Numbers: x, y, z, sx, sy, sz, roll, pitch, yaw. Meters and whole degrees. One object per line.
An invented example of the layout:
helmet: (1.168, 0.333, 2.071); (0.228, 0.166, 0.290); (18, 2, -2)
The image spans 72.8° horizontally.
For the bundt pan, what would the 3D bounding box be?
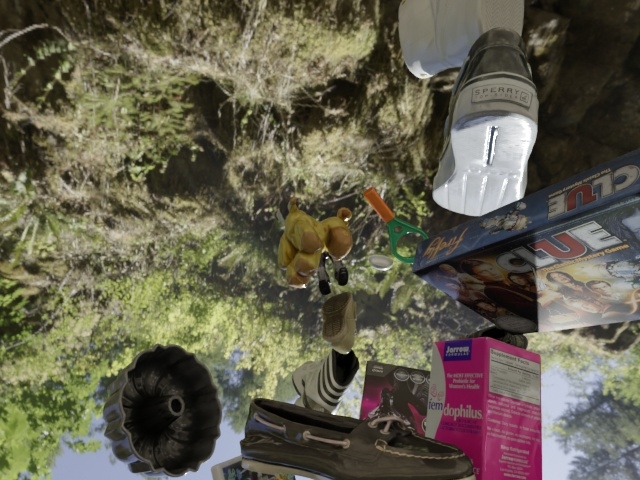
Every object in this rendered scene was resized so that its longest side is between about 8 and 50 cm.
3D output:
bundt pan: (-0.412, 0.442, 1.117); (0.331, 0.124, 0.330); (48, -154, -32)

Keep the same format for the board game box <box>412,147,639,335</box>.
board game box: (0.227, 0.023, 0.401); (0.165, 0.243, 0.042); (31, -120, -17)

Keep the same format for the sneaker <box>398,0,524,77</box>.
sneaker: (0.172, -0.361, 0.553); (0.108, 0.292, 0.169); (9, 179, -30)

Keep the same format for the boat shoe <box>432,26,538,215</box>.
boat shoe: (0.219, -0.126, 0.560); (0.121, 0.335, 0.119); (11, -103, 13)

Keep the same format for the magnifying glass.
magnifying glass: (0.177, -0.033, 1.022); (0.231, 0.092, 0.026); (49, -165, -22)

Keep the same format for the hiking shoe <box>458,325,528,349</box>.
hiking shoe: (0.506, 0.286, 1.211); (0.227, 0.114, 0.086); (1, -119, -22)

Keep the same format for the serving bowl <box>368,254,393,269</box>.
serving bowl: (0.203, 0.079, 1.468); (0.084, 0.027, 0.083); (6, -156, -2)

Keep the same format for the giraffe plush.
giraffe plush: (0.000, 0.000, 1.036); (0.171, 0.181, 0.210); (2, -130, -25)

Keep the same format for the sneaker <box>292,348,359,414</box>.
sneaker: (0.037, 0.470, 1.524); (0.169, 0.257, 0.447); (38, -179, -4)

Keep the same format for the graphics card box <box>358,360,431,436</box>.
graphics card box: (0.214, 0.512, 1.163); (0.233, 0.094, 0.370); (8, -142, 9)

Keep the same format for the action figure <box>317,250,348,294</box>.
action figure: (0.020, 0.042, 1.442); (0.186, 0.099, 0.285); (-20, -140, 3)

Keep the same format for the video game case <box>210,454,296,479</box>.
video game case: (-0.098, 0.467, 0.764); (0.201, 0.023, 0.183); (20, -135, -59)

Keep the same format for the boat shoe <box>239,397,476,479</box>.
boat shoe: (0.024, 0.257, 0.566); (0.112, 0.335, 0.095); (21, -118, -53)

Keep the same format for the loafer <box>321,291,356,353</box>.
loafer: (0.059, 0.247, 1.314); (0.102, 0.092, 0.268); (-18, -161, 17)

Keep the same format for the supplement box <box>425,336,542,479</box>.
supplement box: (0.224, 0.256, 0.600); (0.114, 0.111, 0.219); (22, -116, -21)
